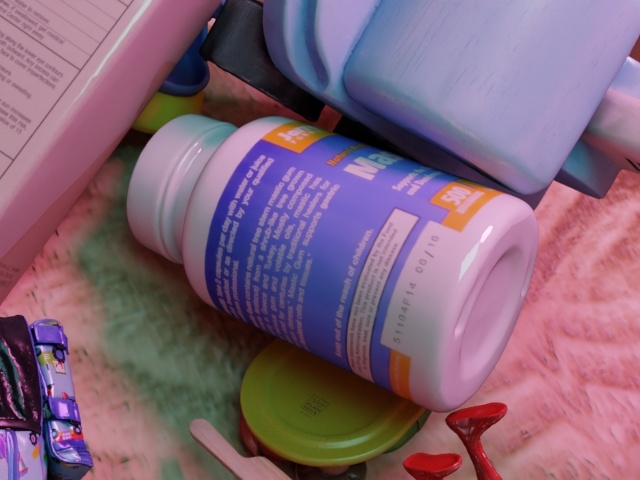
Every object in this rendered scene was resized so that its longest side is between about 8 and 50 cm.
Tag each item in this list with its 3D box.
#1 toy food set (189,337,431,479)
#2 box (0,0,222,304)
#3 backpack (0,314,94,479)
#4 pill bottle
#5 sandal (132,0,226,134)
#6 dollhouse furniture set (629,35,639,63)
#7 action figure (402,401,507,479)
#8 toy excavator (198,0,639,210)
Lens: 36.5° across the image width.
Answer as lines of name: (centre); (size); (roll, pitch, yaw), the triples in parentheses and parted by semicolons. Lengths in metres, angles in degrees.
toy food set: (0.011, 0.126, 0.711); (0.128, 0.071, 0.218); (26, 47, 30)
box: (-0.212, -0.101, 0.654); (0.148, 0.121, 0.311); (36, 83, 4)
backpack: (-0.204, 0.145, 0.561); (0.116, 0.158, 0.173); (2, 55, -37)
pill bottle: (0.000, 0.000, 0.687); (0.272, 0.152, 0.152); (23, 50, 26)
sandal: (-0.157, -0.250, 0.824); (0.126, 0.138, 0.317); (-10, 64, -49)
dollhouse furniture set: (0.375, -0.232, 1.041); (0.242, 0.161, 0.212); (13, 53, 15)
action figure: (0.174, 0.241, 0.611); (0.091, 0.139, 0.280); (-35, 103, -40)
toy excavator: (0.183, -0.088, 0.677); (0.433, 0.222, 0.445); (29, 6, -33)
